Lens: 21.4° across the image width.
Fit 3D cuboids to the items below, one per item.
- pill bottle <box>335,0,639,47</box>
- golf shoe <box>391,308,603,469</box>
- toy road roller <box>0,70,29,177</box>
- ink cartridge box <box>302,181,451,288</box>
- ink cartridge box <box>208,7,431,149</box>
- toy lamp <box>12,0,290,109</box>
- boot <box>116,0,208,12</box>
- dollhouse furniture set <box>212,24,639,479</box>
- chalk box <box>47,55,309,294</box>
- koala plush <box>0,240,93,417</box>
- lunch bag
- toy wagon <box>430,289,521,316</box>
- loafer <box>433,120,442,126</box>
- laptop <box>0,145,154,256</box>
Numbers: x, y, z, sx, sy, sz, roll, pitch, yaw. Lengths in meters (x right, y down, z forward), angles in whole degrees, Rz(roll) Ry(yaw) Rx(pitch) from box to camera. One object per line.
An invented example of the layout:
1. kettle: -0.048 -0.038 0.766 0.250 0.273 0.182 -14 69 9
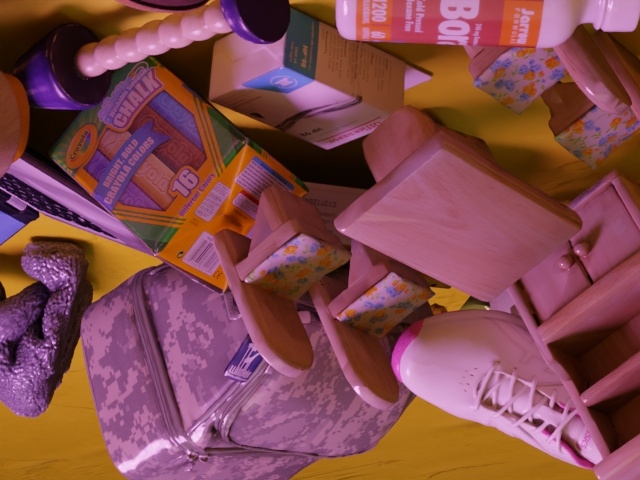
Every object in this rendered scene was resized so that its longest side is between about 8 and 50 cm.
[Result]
1. pill bottle: 0.121 -0.200 1.222 0.216 0.121 0.121 3 160 3
2. golf shoe: 0.220 0.153 1.668 0.306 0.115 0.140 16 -166 -20
3. toy road roller: -0.415 -0.041 1.406 0.329 0.241 0.202 9 -167 30
4. ink cartridge box: 0.000 0.000 1.795 0.303 0.072 0.307 6 168 -1
5. ink cartridge box: 0.003 -0.136 1.508 0.180 0.060 0.104 20 154 -38
6. toy lamp: -0.153 -0.165 1.431 0.274 0.080 0.080 -13 154 39
7. boot: -0.097 -0.246 1.179 0.206 0.090 0.248 -9 153 36
8. dollhouse furniture set: 0.186 0.036 1.465 0.362 0.256 0.394 -40 142 21
9. chalk box: -0.141 -0.076 1.538 0.213 0.132 0.132 42 -176 31
10. koala plush: -0.410 0.095 2.059 0.221 0.203 0.196 16 159 1
11. lunch bag: -0.053 0.114 1.699 0.256 0.213 0.305 -31 154 30
12. toy wagon: 0.278 0.104 1.826 0.344 0.068 0.267 11 132 34
13. loafer: 0.099 -0.071 1.672 0.061 0.062 0.170 2 159 13
14. laptop: -0.397 0.012 1.700 0.407 0.236 0.382 19 171 33
